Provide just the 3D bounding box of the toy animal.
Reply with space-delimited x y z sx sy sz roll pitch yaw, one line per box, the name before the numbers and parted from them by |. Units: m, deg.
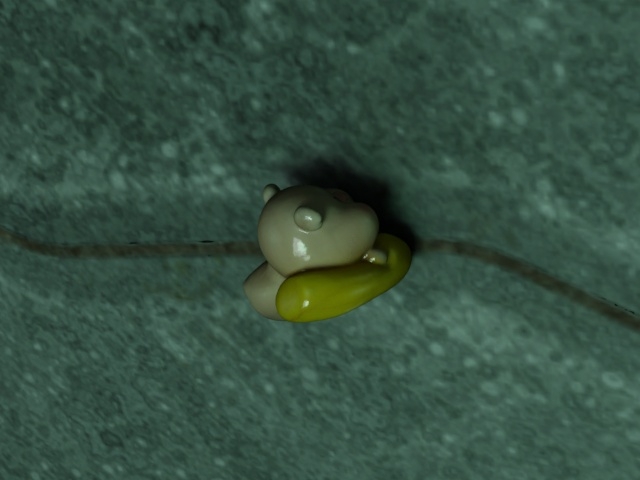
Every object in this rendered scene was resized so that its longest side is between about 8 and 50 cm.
toy animal | 0.000 0.000 0.872 0.082 0.091 0.114 69 162 -3
